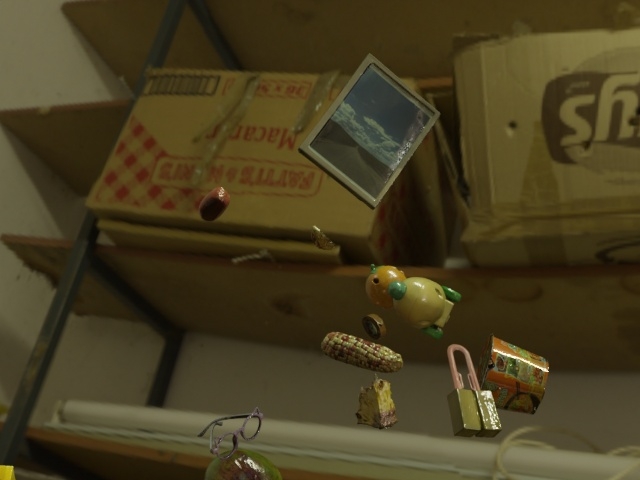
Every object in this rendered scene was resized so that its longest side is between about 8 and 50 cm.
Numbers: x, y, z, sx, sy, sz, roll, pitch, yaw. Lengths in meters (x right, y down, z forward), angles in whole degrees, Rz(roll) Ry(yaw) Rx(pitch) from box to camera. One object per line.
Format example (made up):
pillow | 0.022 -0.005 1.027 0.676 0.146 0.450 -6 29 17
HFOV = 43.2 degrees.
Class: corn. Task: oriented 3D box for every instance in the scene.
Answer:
corn | 0.118 0.327 2.334 0.253 0.086 0.086 14 -24 33

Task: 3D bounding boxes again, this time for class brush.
brush | 0.341 0.339 1.869 0.103 0.233 0.047 9 -40 -20

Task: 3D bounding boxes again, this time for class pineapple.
pineapple | 0.127 0.371 1.799 0.069 0.116 0.137 -15 -46 -24

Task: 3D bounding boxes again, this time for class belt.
belt | 0.163 0.261 2.449 0.036 0.083 0.059 -12 -32 -46

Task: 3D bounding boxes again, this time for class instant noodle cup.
instant noodle cup | 0.566 0.413 2.409 0.182 0.230 0.230 16 -29 6

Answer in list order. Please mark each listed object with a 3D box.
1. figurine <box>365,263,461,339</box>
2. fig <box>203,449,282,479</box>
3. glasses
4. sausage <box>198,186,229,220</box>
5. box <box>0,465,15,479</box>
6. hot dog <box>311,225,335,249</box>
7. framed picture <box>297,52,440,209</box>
figurine | 0.213 0.142 2.015 0.222 0.124 0.324 25 -2 -3
fig | -0.187 0.569 1.858 0.181 0.181 0.191 36 -3 -35
glasses | -0.193 0.368 1.592 0.104 0.140 0.062 14 -59 39
sausage | -0.258 -0.088 1.965 0.059 0.054 0.094 29 -58 -26
box | -0.642 0.411 1.329 0.269 0.043 0.152 5 -42 -10
hot dog | 0.000 0.000 1.893 0.030 0.034 0.090 40 -3 40
framed picture | 0.096 -0.207 1.539 0.189 0.260 0.023 39 -21 -9
